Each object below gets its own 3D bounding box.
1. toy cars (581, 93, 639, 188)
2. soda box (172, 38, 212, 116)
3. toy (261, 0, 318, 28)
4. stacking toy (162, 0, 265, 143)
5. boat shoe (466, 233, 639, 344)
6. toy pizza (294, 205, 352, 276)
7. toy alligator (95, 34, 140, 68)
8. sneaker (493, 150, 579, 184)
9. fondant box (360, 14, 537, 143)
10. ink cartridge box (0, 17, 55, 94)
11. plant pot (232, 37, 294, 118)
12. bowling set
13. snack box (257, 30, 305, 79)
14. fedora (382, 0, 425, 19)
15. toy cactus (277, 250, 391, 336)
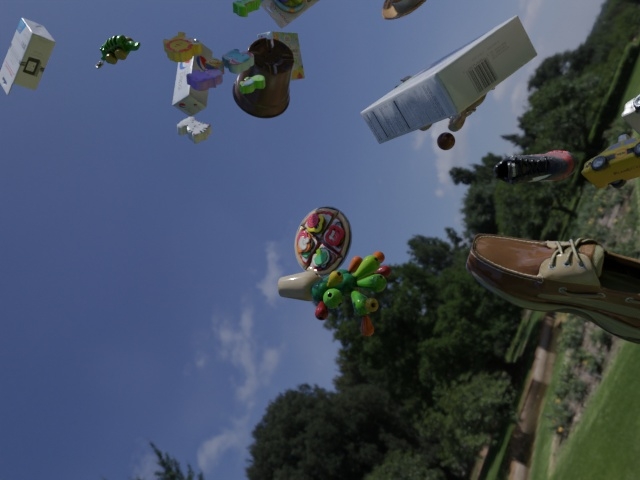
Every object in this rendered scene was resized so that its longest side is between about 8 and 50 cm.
[{"bbox_3d":[0.702,-0.240,1.156,0.393,0.177,0.087,86,-166,-63],"label":"toy cars"},{"bbox_3d":[-0.367,-0.470,1.576,0.069,0.074,0.216,29,-129,-46],"label":"soda box"},{"bbox_3d":[-0.080,-0.771,1.669,0.237,0.137,0.056,-46,7,-26],"label":"toy"},{"bbox_3d":[-0.158,-0.280,0.892,0.221,0.052,0.166,-47,-24,-35],"label":"stacking toy"},{"bbox_3d":[0.396,0.047,0.841,0.119,0.324,0.122,95,-163,-46],"label":"boat shoe"},{"bbox_3d":[0.000,0.000,1.516,0.032,0.201,0.201,16,-86,-51],"label":"toy pizza"},{"bbox_3d":[-0.525,-0.476,1.367,0.051,0.190,0.056,47,-129,-40],"label":"toy alligator"},{"bbox_3d":[0.684,-0.233,1.770,0.135,0.276,0.097,-13,-80,-37],"label":"sneaker"},{"bbox_3d":[0.264,-0.337,1.194,0.238,0.096,0.330,-37,13,-17],"label":"fondant box"},{"bbox_3d":[-0.763,-0.466,1.415,0.060,0.104,0.180,9,-58,-51],"label":"ink cartridge box"},{"bbox_3d":[-0.149,-0.452,1.503,0.166,0.167,0.165,-59,1,-28],"label":"plant pot"},{"bbox_3d":[0.361,-0.384,1.607,0.154,0.287,0.199,-54,-35,-37],"label":"bowling set"},{"bbox_3d":[-0.144,-0.689,2.054,0.207,0.070,0.174,-35,-61,-61],"label":"snack box"},{"bbox_3d":[0.197,-0.601,1.256,0.079,0.194,0.194,38,-110,-35],"label":"fedora"},{"bbox_3d":[0.022,0.081,0.890,0.219,0.181,0.112,-44,-52,-64],"label":"toy cactus"}]
